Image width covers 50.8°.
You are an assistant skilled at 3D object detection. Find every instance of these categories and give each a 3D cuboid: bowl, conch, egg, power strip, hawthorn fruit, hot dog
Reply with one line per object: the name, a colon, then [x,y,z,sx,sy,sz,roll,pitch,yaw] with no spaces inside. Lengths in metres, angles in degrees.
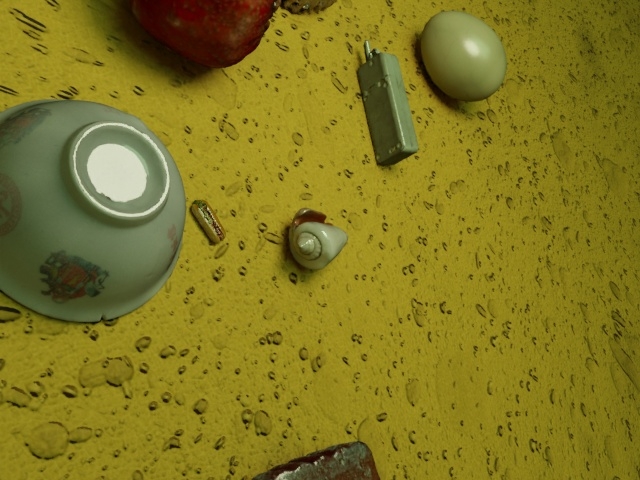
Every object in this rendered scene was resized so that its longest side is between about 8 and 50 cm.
bowl: [-0.307,-0.071,0.940,0.345,0.157,0.346,18,61,-36]
conch: [0.003,-0.010,1.235,0.104,0.094,0.176,30,36,22]
egg: [0.350,-0.454,1.660,0.242,0.186,0.186,45,49,-11]
power strip: [0.140,-0.313,1.480,0.053,0.093,0.288,0,73,-38]
hawthorn fruit: [-0.216,-0.441,1.128,0.300,0.254,0.254,28,55,-11]
hot dog: [-0.185,-0.035,1.126,0.083,0.021,0.037,57,45,-10]

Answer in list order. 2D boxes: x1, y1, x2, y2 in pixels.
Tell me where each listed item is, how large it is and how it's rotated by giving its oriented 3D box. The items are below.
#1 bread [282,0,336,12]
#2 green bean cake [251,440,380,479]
bread: [-0.031,-0.623,1.422,0.274,0.149,0.274,15,69,-42]
green bean cake: [0.000,0.430,1.044,0.232,0.097,0.199,-11,79,-44]
